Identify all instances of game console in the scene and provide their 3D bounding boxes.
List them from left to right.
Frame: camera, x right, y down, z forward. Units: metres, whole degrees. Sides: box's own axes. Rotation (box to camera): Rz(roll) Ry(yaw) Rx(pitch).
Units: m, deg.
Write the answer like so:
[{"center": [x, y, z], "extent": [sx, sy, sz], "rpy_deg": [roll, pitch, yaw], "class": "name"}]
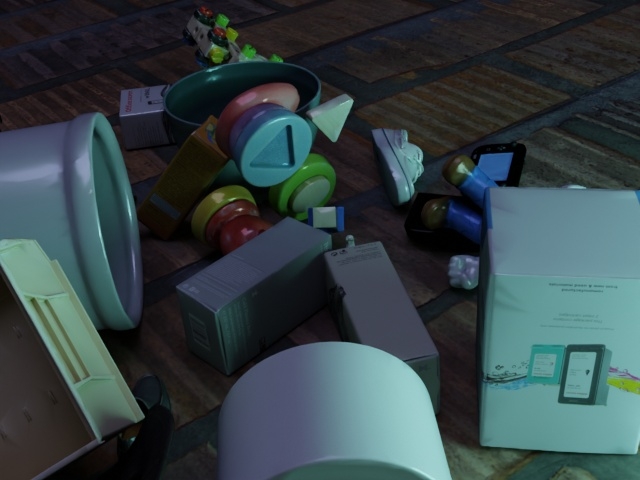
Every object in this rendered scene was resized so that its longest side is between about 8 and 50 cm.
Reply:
[{"center": [0.288, -0.089, 1.571], "extent": [0.213, 0.044, 0.361], "rpy_deg": [6, 34, 17], "class": "game console"}]

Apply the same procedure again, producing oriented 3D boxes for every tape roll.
[{"center": [0.012, 0.251, 0.908], "extent": [0.246, 0.246, 0.169], "rpy_deg": [-6, 34, -2], "class": "tape roll"}]

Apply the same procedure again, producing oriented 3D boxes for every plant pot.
[{"center": [-0.137, -0.195, 1.648], "extent": [0.293, 0.196, 0.293], "rpy_deg": [-4, 33, 3], "class": "plant pot"}]

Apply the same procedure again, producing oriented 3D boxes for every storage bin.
[{"center": [-0.383, 0.169, 0.984], "extent": [0.262, 0.260, 0.123], "rpy_deg": [-34, -8, 12], "class": "storage bin"}]

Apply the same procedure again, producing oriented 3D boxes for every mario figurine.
[{"center": [0.290, -0.007, 1.301], "extent": [0.170, 0.198, 0.320], "rpy_deg": [-37, 53, -25], "class": "mario figurine"}]

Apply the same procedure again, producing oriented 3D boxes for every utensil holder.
[{"center": [-0.487, 0.001, 1.294], "extent": [0.385, 0.328, 0.328], "rpy_deg": [-10, 33, -2], "class": "utensil holder"}]

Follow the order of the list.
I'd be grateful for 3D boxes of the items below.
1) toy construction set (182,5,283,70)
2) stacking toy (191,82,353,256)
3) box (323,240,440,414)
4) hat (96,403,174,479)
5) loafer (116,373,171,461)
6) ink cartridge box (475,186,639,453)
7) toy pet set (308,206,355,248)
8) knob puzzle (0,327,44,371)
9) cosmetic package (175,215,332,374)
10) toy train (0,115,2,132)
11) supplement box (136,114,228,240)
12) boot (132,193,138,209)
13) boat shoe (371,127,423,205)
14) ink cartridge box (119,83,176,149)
[{"center": [-0.206, -0.431, 2.026], "extent": [0.215, 0.151, 0.327], "rpy_deg": [17, 14, -40], "class": "toy construction set"}, {"center": [-0.048, -0.097, 1.434], "extent": [0.279, 0.309, 0.130], "rpy_deg": [-13, 45, -35], "class": "stacking toy"}, {"center": [0.081, 0.122, 1.216], "extent": [0.094, 0.113, 0.275], "rpy_deg": [-11, 32, -8], "class": "box"}, {"center": [-0.195, 0.335, 0.878], "extent": [0.134, 0.331, 0.331], "rpy_deg": [35, 34, -11], "class": "hat"}, {"center": [-0.232, 0.228, 1.139], "extent": [0.062, 0.061, 0.170], "rpy_deg": [-7, 33, -2], "class": "loafer"}, {"center": [0.297, 0.098, 1.077], "extent": [0.197, 0.270, 0.198], "rpy_deg": [1, 34, 7], "class": "ink cartridge box"}, {"center": [0.000, 0.000, 1.464], "extent": [0.122, 0.114, 0.065], "rpy_deg": [-1, -7, 4], "class": "toy pet set"}, {"center": [-0.362, 0.174, 1.119], "extent": [0.213, 0.213, 0.030], "rpy_deg": [20, 50, 33], "class": "knob puzzle"}, {"center": [-0.090, 0.077, 1.294], "extent": [0.238, 0.127, 0.107], "rpy_deg": [-33, 42, -33], "class": "cosmetic package"}, {"center": [-0.748, -0.186, 1.723], "extent": [0.142, 0.190, 0.334], "rpy_deg": [5, 35, 13], "class": "toy train"}, {"center": [-0.230, -0.105, 1.500], "extent": [0.080, 0.233, 0.078], "rpy_deg": [37, 38, -5], "class": "supplement box"}, {"center": [-0.420, -0.074, 1.575], "extent": [0.208, 0.076, 0.190], "rpy_deg": [-9, 41, 32], "class": "boot"}, {"center": [0.153, -0.152, 1.637], "extent": [0.084, 0.095, 0.258], "rpy_deg": [-10, 34, -1], "class": "boat shoe"}, {"center": [-0.334, -0.279, 1.903], "extent": [0.203, 0.086, 0.148], "rpy_deg": [-8, 33, -6], "class": "ink cartridge box"}]
